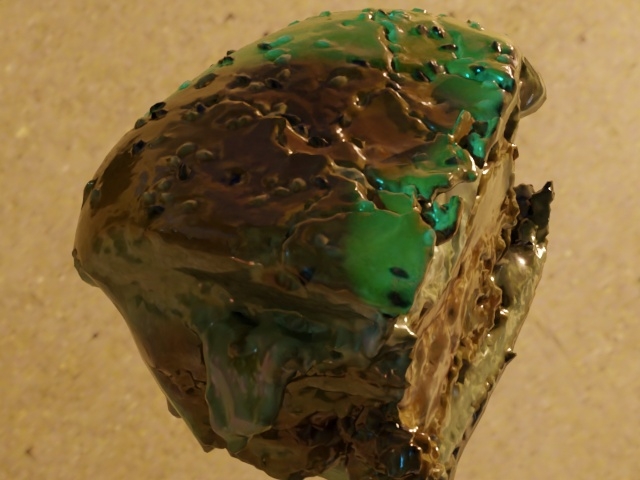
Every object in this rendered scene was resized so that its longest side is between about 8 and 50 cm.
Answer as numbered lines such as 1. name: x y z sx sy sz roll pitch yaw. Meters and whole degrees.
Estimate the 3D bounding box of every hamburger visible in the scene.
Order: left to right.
1. hamburger: 0.000 0.000 0.821 0.192 0.167 0.288 14 37 12
